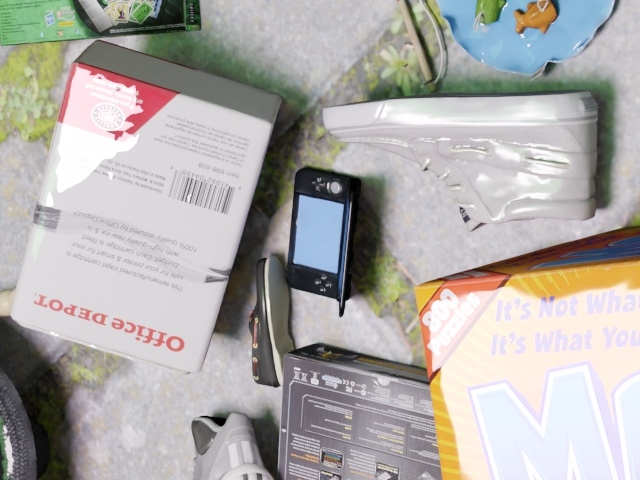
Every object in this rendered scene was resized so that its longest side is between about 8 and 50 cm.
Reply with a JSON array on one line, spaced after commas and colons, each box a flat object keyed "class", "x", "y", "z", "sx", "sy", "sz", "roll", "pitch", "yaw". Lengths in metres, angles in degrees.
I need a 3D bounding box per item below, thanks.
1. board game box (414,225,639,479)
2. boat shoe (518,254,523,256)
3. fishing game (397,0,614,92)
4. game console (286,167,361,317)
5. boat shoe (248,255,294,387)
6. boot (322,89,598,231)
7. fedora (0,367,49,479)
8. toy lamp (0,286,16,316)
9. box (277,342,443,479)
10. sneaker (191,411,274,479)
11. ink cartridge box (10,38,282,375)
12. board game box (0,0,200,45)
[{"class": "board game box", "x": 0.331, "y": 0.166, "z": 1.245, "sx": 0.356, "sy": 0.356, "sz": 0.356, "roll": -7, "pitch": 93, "yaw": 34}, {"class": "boat shoe", "x": 0.196, "y": 0.144, "z": 1.498, "sx": 0.084, "sy": 0.095, "sz": 0.258, "roll": -22, "pitch": 74, "yaw": 26}, {"class": "fishing game", "x": 0.170, "y": -0.235, "z": 1.489, "sx": 0.264, "sy": 0.041, "sz": 0.189, "roll": -23, "pitch": 82, "yaw": 35}, {"class": "game console", "x": 0.000, "y": 0.000, "z": 1.620, "sx": 0.107, "sy": 0.071, "sz": 0.122, "roll": 13, "pitch": 104, "yaw": 32}, {"class": "boat shoe", "x": -0.053, "y": 0.081, "z": 1.681, "sx": 0.042, "sy": 0.049, "sz": 0.133, "roll": 0, "pitch": 102, "yaw": 26}, {"class": "boot", "x": 0.121, "y": -0.068, "z": 1.509, "sx": 0.258, "sy": 0.095, "sz": 0.123, "roll": 1, "pitch": 99, "yaw": 30}, {"class": "fedora", "x": -0.423, "y": 0.225, "z": 1.884, "sx": 0.334, "sy": 0.152, "sz": 0.334, "roll": 2, "pitch": 94, "yaw": 25}, {"class": "toy lamp", "x": -0.336, "y": 0.065, "z": 1.857, "sx": 0.275, "sy": 0.080, "sz": 0.080, "roll": -16, "pitch": 88, "yaw": 32}, {"class": "box", "x": 0.068, "y": 0.210, "z": 1.614, "sx": 0.231, "sy": 0.056, "sz": 0.183, "roll": 10, "pitch": 104, "yaw": 33}, {"class": "sneaker", "x": -0.109, "y": 0.251, "z": 1.741, "sx": 0.228, "sy": 0.086, "sz": 0.132, "roll": -54, "pitch": 38, "yaw": 45}, {"class": "ink cartridge box", "x": -0.170, "y": -0.031, "z": 1.659, "sx": 0.197, "sy": 0.114, "sz": 0.273, "roll": 17, "pitch": 109, "yaw": -1}, {"class": "board game box", "x": -0.237, "y": -0.276, "z": 1.766, "sx": 0.260, "sy": 0.030, "sz": 0.136, "roll": 1, "pitch": 100, "yaw": 34}]
